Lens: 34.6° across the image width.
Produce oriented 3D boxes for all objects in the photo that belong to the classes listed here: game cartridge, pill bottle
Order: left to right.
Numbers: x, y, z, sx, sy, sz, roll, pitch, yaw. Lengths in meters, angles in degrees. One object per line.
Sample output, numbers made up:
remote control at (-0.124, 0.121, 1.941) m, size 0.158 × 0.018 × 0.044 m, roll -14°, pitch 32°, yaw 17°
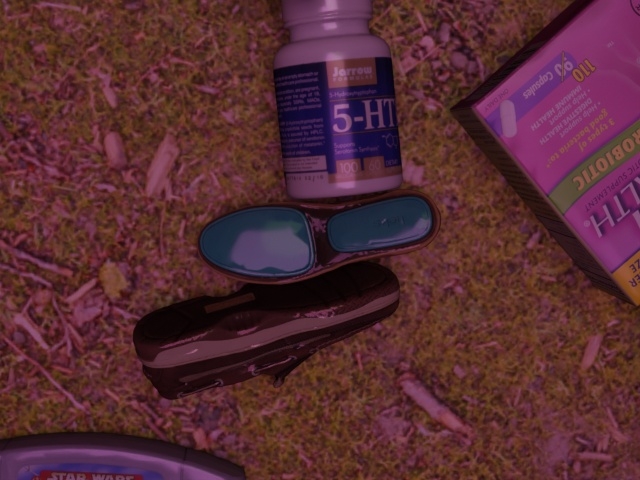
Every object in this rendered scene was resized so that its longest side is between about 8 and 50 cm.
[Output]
game cartridge at (-0.226, 0.291, 1.017) m, size 0.297 × 0.062 × 0.198 m, roll 3°, pitch 100°, yaw -3°
pill bottle at (0.014, -0.137, 0.954) m, size 0.112 × 0.112 × 0.186 m, roll -7°, pitch 96°, yaw -2°

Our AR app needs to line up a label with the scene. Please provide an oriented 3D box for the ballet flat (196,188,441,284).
ballet flat at (0.000, 0.000, 0.987) m, size 0.232 × 0.073 × 0.080 m, roll -5°, pitch 85°, yaw 4°

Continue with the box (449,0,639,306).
box at (0.286, -0.102, 0.968) m, size 0.213 × 0.117 × 0.243 m, roll -40°, pitch 97°, yaw 2°

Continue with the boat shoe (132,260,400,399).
boat shoe at (-0.046, 0.091, 0.997) m, size 0.257 × 0.095 × 0.095 m, roll -12°, pitch 120°, yaw -3°
